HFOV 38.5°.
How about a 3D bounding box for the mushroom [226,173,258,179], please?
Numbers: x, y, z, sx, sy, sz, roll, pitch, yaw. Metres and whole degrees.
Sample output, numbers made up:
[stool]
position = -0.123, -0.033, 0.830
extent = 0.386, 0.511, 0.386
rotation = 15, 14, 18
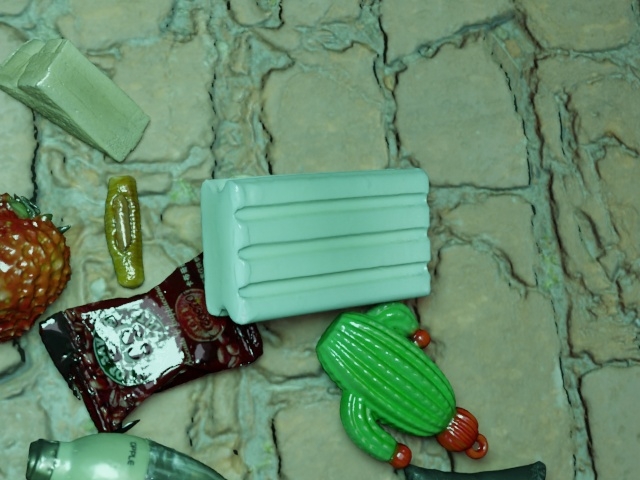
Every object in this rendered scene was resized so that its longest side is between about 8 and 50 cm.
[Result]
[mushroom]
position = -0.089, -0.040, 1.106
extent = 0.084, 0.067, 0.083
rotation = 2, 84, -21

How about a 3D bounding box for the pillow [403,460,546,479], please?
[pillow]
position = 0.196, 0.388, 1.088
extent = 0.186, 0.106, 0.249
rotation = -1, 74, -11

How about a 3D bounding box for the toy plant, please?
[toy plant]
position = 0.092, 0.188, 1.107
extent = 0.155, 0.088, 0.240
rotation = -28, 90, -23

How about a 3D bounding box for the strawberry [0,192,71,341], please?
[strawberry]
position = -0.359, 0.037, 0.952
extent = 0.175, 0.107, 0.236
rotation = 48, 57, -22

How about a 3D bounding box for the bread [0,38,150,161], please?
[bread]
position = -0.293, -0.166, 1.089
extent = 0.152, 0.105, 0.077
rotation = 49, 63, -38

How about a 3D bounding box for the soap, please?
[soap]
position = 0.000, 0.000, 1.074
extent = 0.266, 0.088, 0.159
rotation = -6, 97, -32

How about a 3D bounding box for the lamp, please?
[lamp]
position = -0.193, 0.262, 0.984
extent = 0.250, 0.101, 0.101
rotation = 18, 73, -21

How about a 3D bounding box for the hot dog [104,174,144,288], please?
[hot dog]
position = -0.230, -0.011, 1.074
extent = 0.044, 0.028, 0.137
rotation = -3, 80, -12

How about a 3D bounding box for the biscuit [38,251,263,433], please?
[biscuit]
position = -0.182, 0.113, 1.042
extent = 0.235, 0.063, 0.151
rotation = -25, 87, -22
